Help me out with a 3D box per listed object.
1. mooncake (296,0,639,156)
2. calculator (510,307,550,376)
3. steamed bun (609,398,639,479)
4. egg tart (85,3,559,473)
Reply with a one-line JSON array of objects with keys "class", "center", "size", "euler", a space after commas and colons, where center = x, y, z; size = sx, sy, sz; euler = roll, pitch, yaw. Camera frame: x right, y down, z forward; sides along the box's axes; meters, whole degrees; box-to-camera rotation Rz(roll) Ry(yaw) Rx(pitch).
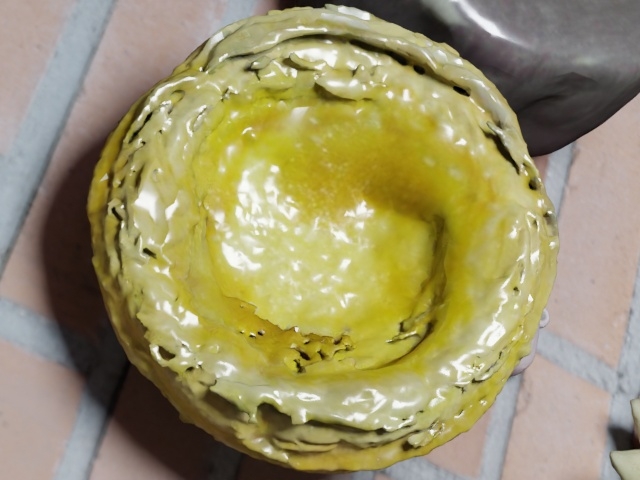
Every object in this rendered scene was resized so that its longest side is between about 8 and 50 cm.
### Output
[{"class": "mooncake", "center": [0.113, -0.206, 1.294], "size": [0.306, 0.154, 0.306], "euler": [16, 56, -25]}, {"class": "calculator", "center": [0.073, 0.026, 1.215], "size": [0.175, 0.032, 0.100], "euler": [19, 55, -23]}, {"class": "steamed bun", "center": [0.303, 0.212, 1.164], "size": [0.247, 0.189, 0.428], "euler": [53, 31, -28]}, {"class": "egg tart", "center": [0.000, 0.000, 1.100], "size": [0.288, 0.118, 0.288], "euler": [3, 68, -8]}]
